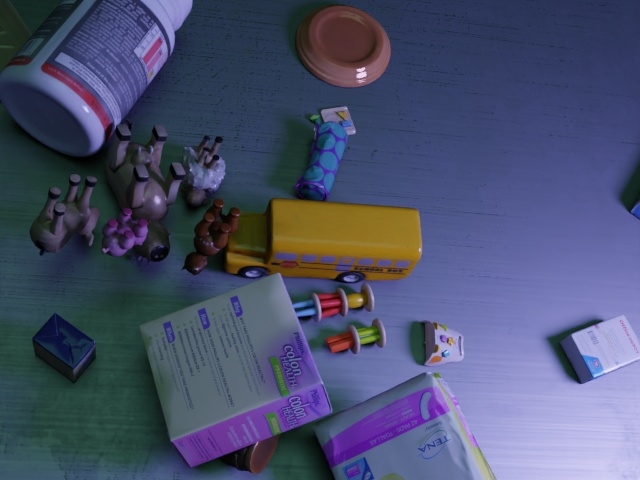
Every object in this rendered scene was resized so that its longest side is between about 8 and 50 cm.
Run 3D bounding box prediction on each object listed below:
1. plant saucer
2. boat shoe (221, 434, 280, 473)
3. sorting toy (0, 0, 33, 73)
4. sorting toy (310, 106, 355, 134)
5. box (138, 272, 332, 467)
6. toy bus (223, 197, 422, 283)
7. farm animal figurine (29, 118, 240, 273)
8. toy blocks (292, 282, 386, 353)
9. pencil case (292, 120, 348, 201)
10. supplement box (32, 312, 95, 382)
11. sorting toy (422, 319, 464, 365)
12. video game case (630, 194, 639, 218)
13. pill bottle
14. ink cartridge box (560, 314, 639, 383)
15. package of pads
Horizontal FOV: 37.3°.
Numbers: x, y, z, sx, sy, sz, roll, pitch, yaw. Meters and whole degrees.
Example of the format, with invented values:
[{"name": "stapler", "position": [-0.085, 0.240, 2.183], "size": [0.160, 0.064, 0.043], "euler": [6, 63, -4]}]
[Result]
[{"name": "plant saucer", "position": [0.049, -0.404, 1.927], "size": [0.200, 0.037, 0.200], "euler": [5, 65, -11]}, {"name": "boat shoe", "position": [-0.088, 0.283, 1.550], "size": [0.073, 0.073, 0.207], "euler": [8, 47, 37]}, {"name": "sorting toy", "position": [-0.671, -0.379, 1.754], "size": [0.229, 0.041, 0.307], "euler": [-31, 75, -19]}, {"name": "sorting toy", "position": [0.023, -0.231, 1.852], "size": [0.083, 0.012, 0.062], "euler": [-10, 68, -18]}, {"name": "box", "position": [-0.134, 0.202, 1.493], "size": [0.243, 0.117, 0.213], "euler": [-21, 56, -4]}, {"name": "toy bus", "position": [0.000, 0.000, 1.670], "size": [0.333, 0.130, 0.108], "euler": [4, 64, -11]}, {"name": "farm animal figurine", "position": [-0.317, -0.055, 1.606], "size": [0.330, 0.172, 0.327], "euler": [10, 44, -22]}, {"name": "toy blocks", "position": [0.027, 0.144, 1.651], "size": [0.148, 0.054, 0.123], "euler": [-10, 67, -17]}, {"name": "pencil case", "position": [0.002, -0.148, 1.778], "size": [0.070, 0.064, 0.151], "euler": [26, 61, -18]}, {"name": "supplement box", "position": [-0.410, 0.173, 1.521], "size": [0.083, 0.083, 0.056], "euler": [35, 63, 5]}, {"name": "sorting toy", "position": [0.224, 0.183, 1.691], "size": [0.075, 0.045, 0.083], "euler": [15, 61, -27]}, {"name": "video game case", "position": [0.802, -0.078, 1.928], "size": [0.269, 0.061, 0.244], "euler": [35, 64, 5]}, {"name": "pill bottle", "position": [-0.391, -0.344, 1.701], "size": [0.210, 0.210, 0.363], "euler": [29, 62, 2]}, {"name": "ink cartridge box", "position": [0.518, 0.199, 1.737], "size": [0.122, 0.052, 0.088], "euler": [-17, 70, -18]}, {"name": "package of pads", "position": [0.152, 0.377, 1.488], "size": [0.229, 0.101, 0.296], "euler": [-27, 74, 11]}]
